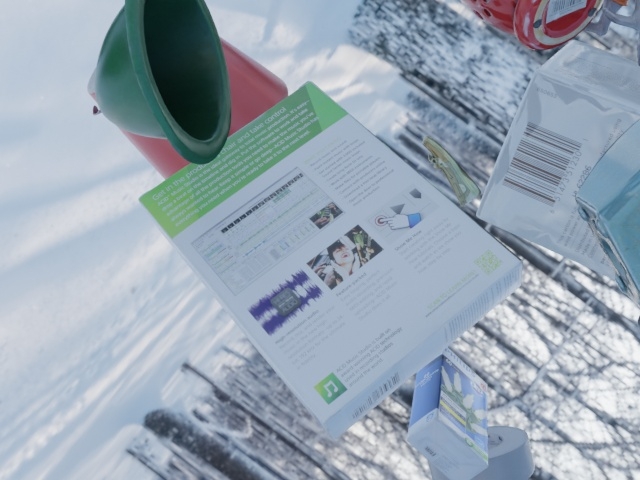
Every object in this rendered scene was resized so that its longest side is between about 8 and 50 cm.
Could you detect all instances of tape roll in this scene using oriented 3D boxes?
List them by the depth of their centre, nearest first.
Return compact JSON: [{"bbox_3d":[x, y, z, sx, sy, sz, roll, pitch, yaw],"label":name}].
[{"bbox_3d":[0.341,0.467,1.671,0.219,0.072,0.219,-13,-179,0],"label":"tape roll"}]

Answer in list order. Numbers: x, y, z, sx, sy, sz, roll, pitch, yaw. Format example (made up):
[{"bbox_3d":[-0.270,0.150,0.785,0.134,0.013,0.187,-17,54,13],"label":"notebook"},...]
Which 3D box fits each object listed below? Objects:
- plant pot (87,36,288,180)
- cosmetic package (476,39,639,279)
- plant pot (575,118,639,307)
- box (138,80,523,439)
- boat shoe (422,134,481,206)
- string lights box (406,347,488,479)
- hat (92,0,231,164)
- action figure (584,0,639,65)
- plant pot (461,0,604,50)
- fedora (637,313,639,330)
[{"bbox_3d":[-0.231,-0.244,1.305,0.275,0.243,0.275,-33,-147,25],"label":"plant pot"},{"bbox_3d":[0.571,-0.181,1.611,0.394,0.327,0.329,-40,151,-55],"label":"cosmetic package"},{"bbox_3d":[0.439,-0.038,0.875,0.252,0.247,0.247,-29,-173,12],"label":"plant pot"},{"bbox_3d":[0.000,0.000,0.770,0.232,0.322,0.058,-36,150,-13],"label":"box"},{"bbox_3d":[0.237,-0.131,1.462,0.048,0.153,0.056,-41,-162,11],"label":"boat shoe"},{"bbox_3d":[0.244,0.322,1.476,0.077,0.133,0.259,-44,-171,24],"label":"string lights box"},{"bbox_3d":[-0.192,-0.135,0.688,0.208,0.184,0.173,60,28,-53],"label":"hat"},{"bbox_3d":[0.550,-0.449,1.221,0.330,0.178,0.341,-48,174,11],"label":"action figure"},{"bbox_3d":[0.332,-0.400,1.212,0.191,0.174,0.191,-21,143,-17],"label":"plant pot"},{"bbox_3d":[0.733,0.064,1.556,0.275,0.124,0.244,-31,-177,-16],"label":"fedora"}]
